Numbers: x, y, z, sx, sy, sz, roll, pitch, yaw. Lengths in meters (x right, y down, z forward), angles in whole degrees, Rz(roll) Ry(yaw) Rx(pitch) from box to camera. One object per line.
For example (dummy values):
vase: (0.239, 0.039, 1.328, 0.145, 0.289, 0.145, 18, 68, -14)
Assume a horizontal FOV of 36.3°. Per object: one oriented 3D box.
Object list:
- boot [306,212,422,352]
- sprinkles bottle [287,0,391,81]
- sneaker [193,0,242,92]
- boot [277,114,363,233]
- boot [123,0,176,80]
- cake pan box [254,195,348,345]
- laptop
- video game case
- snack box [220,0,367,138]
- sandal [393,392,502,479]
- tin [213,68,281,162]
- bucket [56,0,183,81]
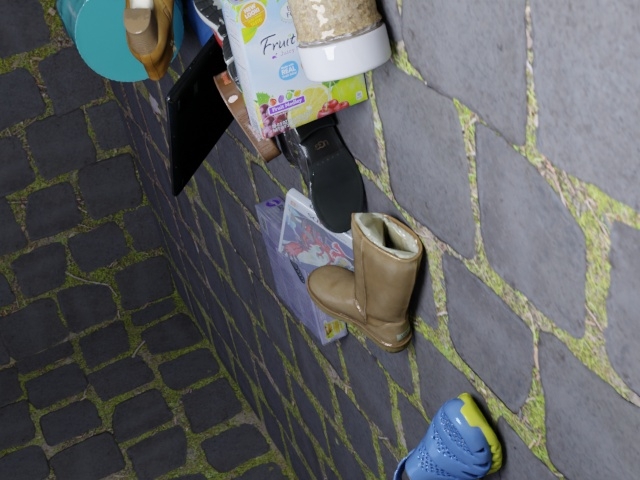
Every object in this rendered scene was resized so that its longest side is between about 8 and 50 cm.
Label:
boot: (0.070, 0.043, 1.617, 0.236, 0.089, 0.269, 31, 150, 25)
sprinkles bottle: (-0.008, -0.387, 1.248, 0.121, 0.121, 0.355, 32, 142, 64)
sneaker: (-0.115, -0.327, 1.659, 0.279, 0.107, 0.118, 63, -177, 24)
boot: (-0.014, -0.142, 1.704, 0.229, 0.091, 0.263, -170, 63, -78)
boot: (-0.327, -0.480, 1.909, 0.211, 0.104, 0.295, 89, -172, -77)
cake pan box: (-0.046, 0.060, 2.085, 0.267, 0.070, 0.246, 41, 148, 56)
laptop: (-0.280, -0.375, 1.962, 0.236, 0.408, 0.382, 29, 156, 7)
video game case: (0.005, 0.014, 1.782, 0.183, 0.023, 0.201, 36, 151, 14)
snack box: (-0.035, -0.273, 1.394, 0.070, 0.174, 0.207, 43, 152, 52)
sandal: (0.199, 0.355, 1.577, 0.126, 0.138, 0.317, 60, 161, 30)
tin: (-0.123, -0.215, 1.689, 0.190, 0.040, 0.106, 56, -169, -43)
bucket: (-0.441, -0.502, 2.187, 0.183, 0.281, 0.281, -121, 17, -49)
